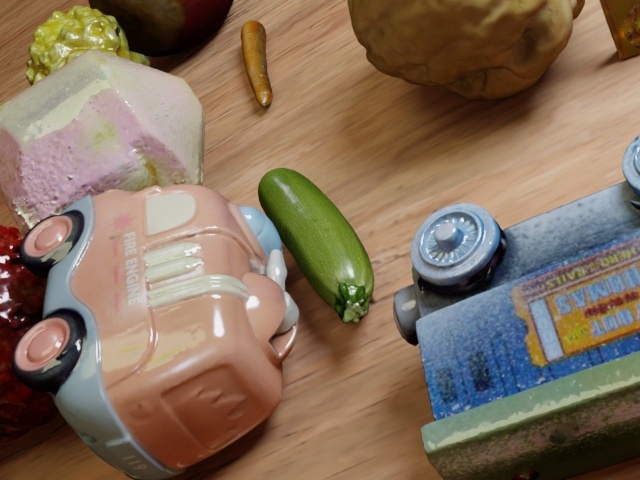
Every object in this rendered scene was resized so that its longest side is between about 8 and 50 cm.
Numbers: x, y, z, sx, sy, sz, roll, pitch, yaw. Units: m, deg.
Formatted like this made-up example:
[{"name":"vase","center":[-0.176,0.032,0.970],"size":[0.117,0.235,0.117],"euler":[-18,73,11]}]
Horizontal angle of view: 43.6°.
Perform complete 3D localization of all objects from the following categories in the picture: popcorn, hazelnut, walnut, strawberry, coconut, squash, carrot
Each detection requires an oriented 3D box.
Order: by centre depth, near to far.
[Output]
[{"name":"walnut","center":[0.141,-0.253,0.783],"size":[0.224,0.257,0.257],"euler":[-29,36,-24]},{"name":"squash","center":[0.000,0.000,0.786],"size":[0.066,0.066,0.252],"euler":[-39,42,4]},{"name":"strawberry","center":[-0.373,0.089,0.886],"size":[0.274,0.274,0.220],"euler":[-17,15,26]},{"name":"coconut","center":[-0.250,-0.106,0.957],"size":[0.245,0.233,0.233],"euler":[-32,42,3]},{"name":"carrot","center":[-0.085,-0.236,1.083],"size":[0.037,0.037,0.190],"euler":[-26,47,17]},{"name":"popcorn","center":[-0.324,-0.230,1.151],"size":[0.169,0.189,0.218],"euler":[-28,42,4]},{"name":"hazelnut","center":[-0.234,-0.390,1.215],"size":[0.229,0.229,0.230],"euler":[-21,45,22]}]

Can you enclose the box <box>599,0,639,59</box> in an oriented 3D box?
[{"name":"box","center":[0.332,-0.226,0.709],"size":[0.156,0.089,0.022],"euler":[-18,44,22]}]

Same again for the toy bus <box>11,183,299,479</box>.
[{"name":"toy bus","center":[-0.138,0.067,0.750],"size":[0.232,0.194,0.288],"euler":[-24,43,9]}]

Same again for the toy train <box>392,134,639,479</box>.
[{"name":"toy train","center":[0.194,0.046,0.549],"size":[0.299,0.131,0.202],"euler":[-24,46,20]}]
